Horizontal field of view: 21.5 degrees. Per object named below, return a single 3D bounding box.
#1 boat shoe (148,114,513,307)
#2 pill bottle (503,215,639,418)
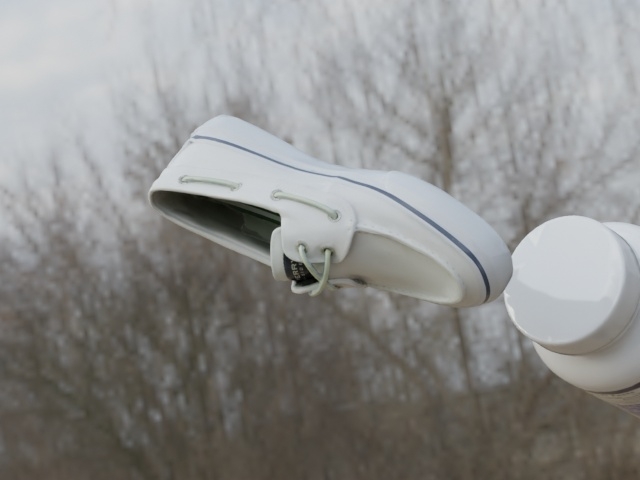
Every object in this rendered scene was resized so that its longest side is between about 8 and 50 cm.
[{"bbox_3d":[0.000,0.000,0.974,0.226,0.083,0.076,21,53,33],"label":"boat shoe"},{"bbox_3d":[0.200,0.050,1.101,0.112,0.112,0.186,-13,-25,32],"label":"pill bottle"}]
